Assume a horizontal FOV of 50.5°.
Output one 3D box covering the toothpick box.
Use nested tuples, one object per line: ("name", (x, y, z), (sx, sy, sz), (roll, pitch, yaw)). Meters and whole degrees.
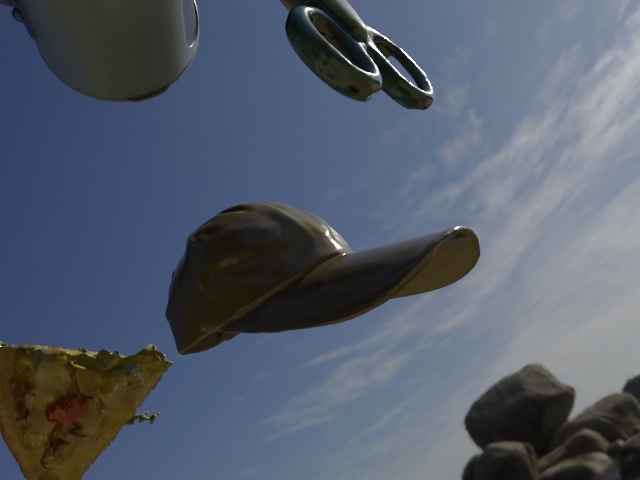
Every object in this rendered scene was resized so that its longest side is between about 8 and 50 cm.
("toothpick box", (-0.286, -0.346, 0.853), (0.263, 0.263, 0.354), (-26, -8, -15))

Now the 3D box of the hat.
("hat", (0.000, 0.000, 0.450), (0.173, 0.144, 0.166), (-43, -20, 29))

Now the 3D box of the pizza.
("pizza", (-0.363, 0.230, 1.028), (0.288, 0.279, 0.075), (-29, 2, 7))

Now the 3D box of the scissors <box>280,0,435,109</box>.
("scissors", (-0.016, -0.209, 0.554), (0.138, 0.289, 0.041), (-5, -39, -46))
